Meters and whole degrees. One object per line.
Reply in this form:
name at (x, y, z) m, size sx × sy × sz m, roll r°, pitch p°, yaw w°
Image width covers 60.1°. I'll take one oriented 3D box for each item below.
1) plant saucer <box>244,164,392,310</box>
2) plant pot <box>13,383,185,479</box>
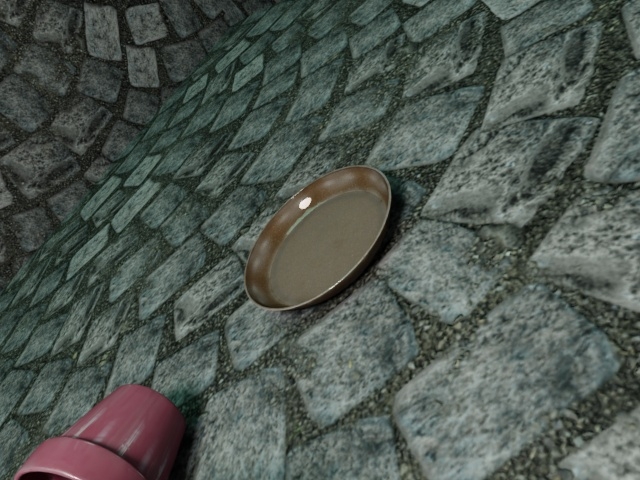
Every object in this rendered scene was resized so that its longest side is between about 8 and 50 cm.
plant saucer at (0.000, 0.000, 0.953) m, size 0.311 × 0.050 × 0.310 m, roll -30°, pitch 34°, yaw 23°
plant pot at (-0.297, 0.319, 0.803) m, size 0.201 × 0.201 × 0.180 m, roll -22°, pitch 23°, yaw 32°
